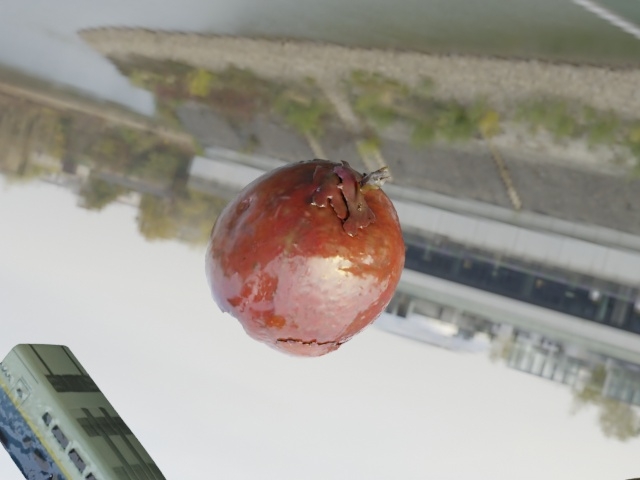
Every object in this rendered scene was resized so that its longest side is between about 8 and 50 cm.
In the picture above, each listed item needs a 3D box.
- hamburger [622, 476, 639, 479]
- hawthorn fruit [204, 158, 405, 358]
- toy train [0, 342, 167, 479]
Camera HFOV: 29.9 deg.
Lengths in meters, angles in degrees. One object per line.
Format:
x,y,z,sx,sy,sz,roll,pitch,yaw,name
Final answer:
0.146,0.192,0.656,0.177,0.113,0.185,-20,155,23,hamburger
0.000,0.000,1.629,0.276,0.307,0.276,28,-149,-19,hawthorn fruit
-0.104,0.154,0.648,0.234,0.051,0.052,47,-163,26,toy train
